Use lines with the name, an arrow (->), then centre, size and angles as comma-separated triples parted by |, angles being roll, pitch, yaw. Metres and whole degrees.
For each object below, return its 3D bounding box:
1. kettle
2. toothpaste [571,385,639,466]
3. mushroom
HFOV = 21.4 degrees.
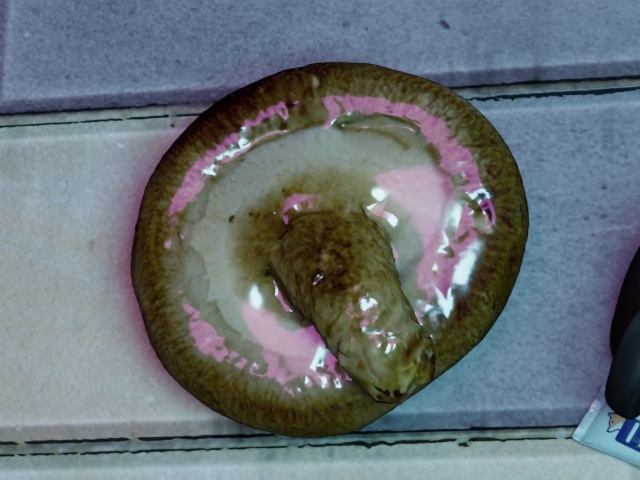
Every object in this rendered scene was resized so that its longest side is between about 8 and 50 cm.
kettle -> 0.297, 0.057, 1.381 | 0.202, 0.232, 0.144 | -42, 67, -13
toothpaste -> 0.316, 0.192, 1.446 | 0.205, 0.036, 0.056 | 27, 70, 23
mushroom -> 0.002, 0.007, 1.486 | 0.345, 0.239, 0.345 | 4, 56, -6
